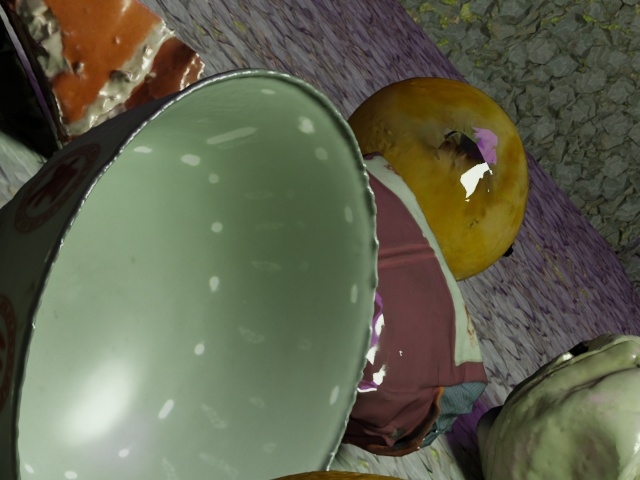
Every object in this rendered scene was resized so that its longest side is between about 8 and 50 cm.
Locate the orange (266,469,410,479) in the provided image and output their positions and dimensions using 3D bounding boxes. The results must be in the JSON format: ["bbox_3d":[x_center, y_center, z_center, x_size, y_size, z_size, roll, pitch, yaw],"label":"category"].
[{"bbox_3d":[0.014,0.245,0.854,0.264,0.264,0.264,49,16,-19],"label":"orange"}]

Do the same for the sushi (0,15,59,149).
[{"bbox_3d":[-0.275,-0.168,1.246,0.192,0.050,0.215,94,-29,-74],"label":"sushi"}]

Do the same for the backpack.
[{"bbox_3d":[0.001,0.060,1.345,0.283,0.197,0.317,58,20,10],"label":"backpack"}]

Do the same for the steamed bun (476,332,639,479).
[{"bbox_3d":[0.297,0.232,1.797,0.206,0.275,0.320,31,-27,26],"label":"steamed bun"}]

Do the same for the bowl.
[{"bbox_3d":[-0.117,0.049,0.969,0.157,0.337,0.337,15,-8,32],"label":"bowl"}]

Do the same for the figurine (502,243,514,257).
[{"bbox_3d":[0.176,-0.022,2.170,0.192,0.126,0.147,22,30,0],"label":"figurine"}]

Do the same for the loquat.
[{"bbox_3d":[0.136,-0.075,1.991,0.263,0.263,0.263,49,16,-19],"label":"loquat"}]

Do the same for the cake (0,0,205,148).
[{"bbox_3d":[-0.223,-0.183,1.306,0.287,0.135,0.098,46,-3,-3],"label":"cake"}]
